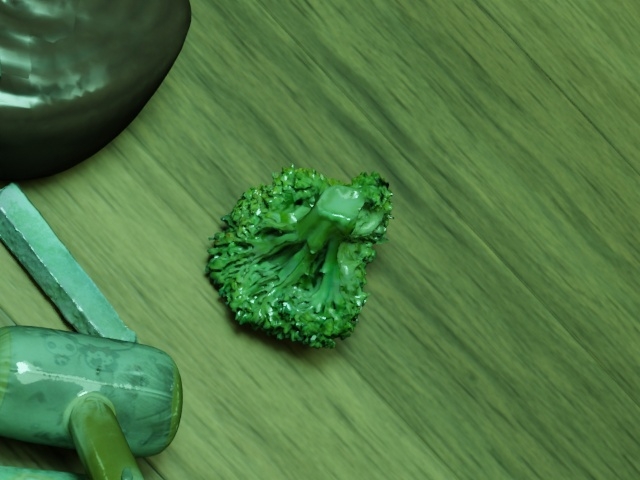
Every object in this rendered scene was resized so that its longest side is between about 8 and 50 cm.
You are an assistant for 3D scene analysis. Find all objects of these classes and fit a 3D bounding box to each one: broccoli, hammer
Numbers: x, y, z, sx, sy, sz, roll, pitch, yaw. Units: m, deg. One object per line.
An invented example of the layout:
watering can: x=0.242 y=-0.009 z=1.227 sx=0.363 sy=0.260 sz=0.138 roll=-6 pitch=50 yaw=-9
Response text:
broccoli: x=0.000 y=0.000 z=1.854 sx=0.219 sy=0.194 sz=0.194 roll=-38 pitch=88 yaw=-30
hammer: x=-0.198 y=0.182 z=1.628 sx=0.202 sy=0.113 sz=0.305 roll=9 pitch=21 yaw=-23

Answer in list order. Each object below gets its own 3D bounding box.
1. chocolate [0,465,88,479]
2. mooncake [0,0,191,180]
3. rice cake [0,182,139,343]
chocolate: x=-0.281 y=0.251 z=1.642 sx=0.291 sy=0.110 sz=0.110 roll=13 pitch=62 yaw=-20
mooncake: x=-0.293 y=-0.229 z=1.819 sx=0.326 sy=0.174 sz=0.334 roll=0 pitch=68 yaw=-26
rice cake: x=-0.258 y=0.035 z=1.794 sx=0.211 sy=0.034 sz=0.043 roll=51 pitch=46 yaw=3
